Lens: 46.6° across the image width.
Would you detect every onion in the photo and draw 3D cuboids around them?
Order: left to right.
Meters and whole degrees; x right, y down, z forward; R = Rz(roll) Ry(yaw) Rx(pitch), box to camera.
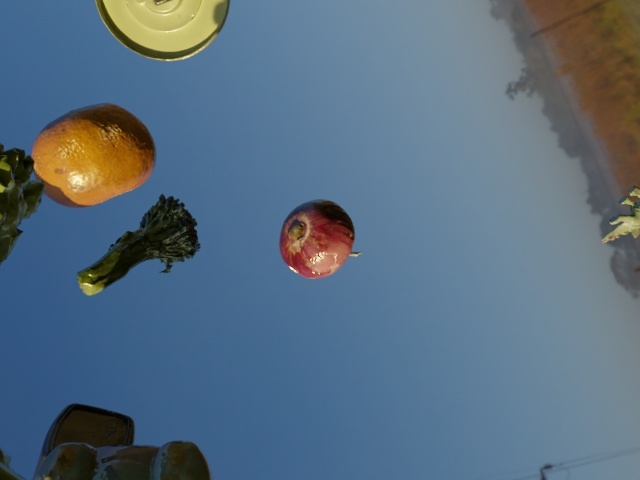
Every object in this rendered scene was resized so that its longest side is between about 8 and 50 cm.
[{"bbox_3d":[-0.007,-0.004,1.623,0.153,0.177,0.177,31,-139,-70],"label":"onion"}]

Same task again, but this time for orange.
[{"bbox_3d":[-0.407,-0.154,1.336,0.170,0.224,0.224,70,-157,-9],"label":"orange"}]

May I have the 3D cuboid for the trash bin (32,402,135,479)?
[{"bbox_3d":[-0.436,0.458,1.321,0.183,0.290,0.209,17,-161,-8],"label":"trash bin"}]

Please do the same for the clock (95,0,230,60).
[{"bbox_3d":[-0.273,-0.430,1.286,0.234,0.235,0.029,59,-169,-16],"label":"clock"}]

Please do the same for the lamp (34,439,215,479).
[{"bbox_3d":[-0.199,0.373,0.728,0.247,0.247,0.301,97,173,-51],"label":"lamp"}]

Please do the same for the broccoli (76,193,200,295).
[{"bbox_3d":[-0.415,0.025,1.685,0.304,0.145,0.164,-36,-85,-31],"label":"broccoli"}]

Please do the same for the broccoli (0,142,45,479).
[{"bbox_3d":[-0.228,0.078,0.405,0.275,0.397,0.352,-41,-43,-70],"label":"broccoli"}]

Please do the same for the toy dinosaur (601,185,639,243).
[{"bbox_3d":[0.508,-0.064,1.117,0.082,0.209,0.039,38,-167,-27],"label":"toy dinosaur"}]
